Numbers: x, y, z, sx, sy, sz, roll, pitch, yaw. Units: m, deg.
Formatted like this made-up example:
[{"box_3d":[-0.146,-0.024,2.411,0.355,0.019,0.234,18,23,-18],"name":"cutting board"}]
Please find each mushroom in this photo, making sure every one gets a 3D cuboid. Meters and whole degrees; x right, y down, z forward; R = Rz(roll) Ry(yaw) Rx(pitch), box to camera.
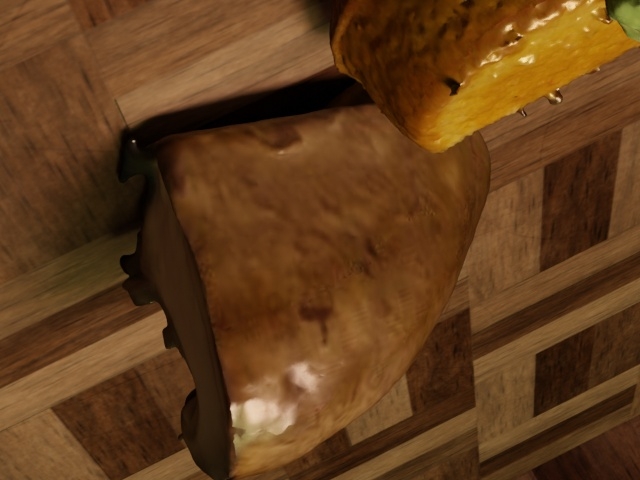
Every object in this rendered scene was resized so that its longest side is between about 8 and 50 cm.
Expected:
[{"box_3d":[0.030,0.032,1.546,0.397,0.313,0.224,-13,158,-23],"name":"mushroom"}]

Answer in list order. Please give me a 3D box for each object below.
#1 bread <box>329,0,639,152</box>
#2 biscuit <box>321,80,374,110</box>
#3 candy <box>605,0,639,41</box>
[{"box_3d":[0.155,-0.219,1.331,0.340,0.194,0.179,-29,167,11],"name":"bread"},{"box_3d":[0.089,-0.116,1.654,0.203,0.041,0.260,-27,154,-3],"name":"biscuit"},{"box_3d":[0.311,-0.310,1.204,0.142,0.343,0.132,12,179,-33],"name":"candy"}]
